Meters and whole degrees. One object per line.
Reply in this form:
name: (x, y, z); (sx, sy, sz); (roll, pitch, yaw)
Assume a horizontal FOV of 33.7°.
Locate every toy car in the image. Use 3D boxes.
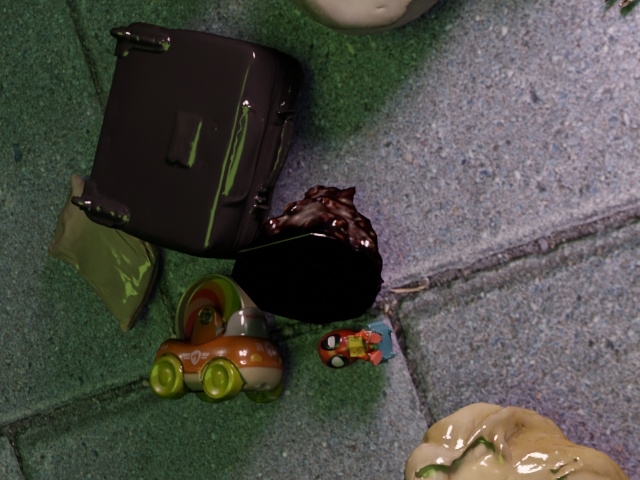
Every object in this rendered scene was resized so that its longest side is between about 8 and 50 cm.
toy car: (-0.169, 0.163, 1.770); (0.235, 0.145, 0.235); (-8, 76, 33)

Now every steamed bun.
steamed bun: (0.261, 0.398, 1.423); (0.372, 0.230, 0.324); (27, 86, -1)

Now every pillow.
pillow: (-0.404, 0.021, 1.942); (0.270, 0.067, 0.173); (39, 111, 24)

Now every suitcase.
suitcase: (-0.200, -0.157, 1.669); (0.339, 0.188, 0.345); (17, 94, 36)

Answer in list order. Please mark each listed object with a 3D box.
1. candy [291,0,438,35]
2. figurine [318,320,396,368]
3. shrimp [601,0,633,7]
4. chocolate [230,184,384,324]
candy: (0.064, -0.426, 1.469); (0.296, 0.185, 0.295); (4, 111, 11)
figurine: (0.052, 0.164, 1.643); (0.140, 0.075, 0.068); (-8, 94, 46)
shrimp: (0.401, -0.333, 1.353); (0.038, 0.029, 0.092); (47, 126, 11)
chocolate: (0.000, 0.000, 1.637); (0.224, 0.206, 0.177); (-13, 45, 26)
